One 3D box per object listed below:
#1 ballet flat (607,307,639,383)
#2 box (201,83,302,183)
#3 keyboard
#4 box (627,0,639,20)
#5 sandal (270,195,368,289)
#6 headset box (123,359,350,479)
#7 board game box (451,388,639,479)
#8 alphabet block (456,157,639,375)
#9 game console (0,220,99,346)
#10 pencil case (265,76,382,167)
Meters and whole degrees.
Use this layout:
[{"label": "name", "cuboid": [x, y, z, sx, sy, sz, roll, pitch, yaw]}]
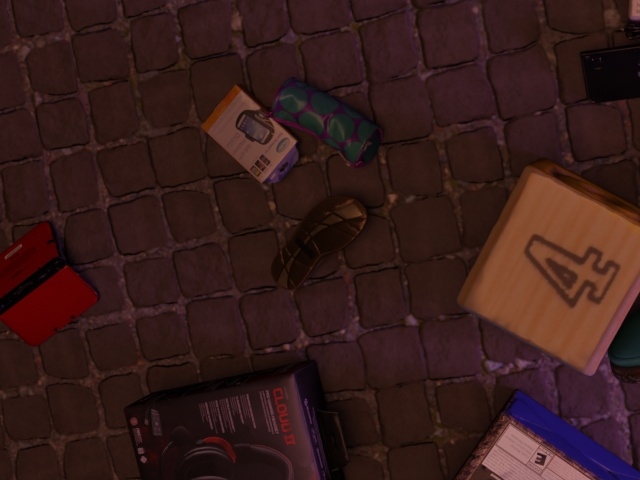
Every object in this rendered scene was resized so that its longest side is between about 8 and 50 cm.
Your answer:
[{"label": "ballet flat", "cuboid": [0.580, 0.042, 1.591, 0.182, 0.164, 0.483, 38, 105, -18]}, {"label": "box", "cuboid": [-0.091, -0.143, 1.812, 0.136, 0.028, 0.081, 43, 106, 5]}, {"label": "keyboard", "cuboid": [0.420, -0.232, 1.640, 0.180, 0.023, 0.108, -7, 130, 16]}, {"label": "box", "cuboid": [0.438, -0.406, 1.594, 0.113, 0.094, 0.275, 2, 97, 15]}, {"label": "sandal", "cuboid": [0.000, 0.000, 1.796, 0.072, 0.049, 0.180, 50, 121, 11]}, {"label": "headset box", "cuboid": [-0.102, 0.300, 1.824, 0.293, 0.110, 0.218, -13, 92, 17]}, {"label": "board game box", "cuboid": [0.266, 0.388, 1.713, 0.232, 0.141, 0.291, 35, 104, 9]}, {"label": "alphabet block", "cuboid": [0.308, 0.027, 1.635, 0.193, 0.192, 0.197, 28, 102, 9]}, {"label": "game console", "cuboid": [-0.419, 0.065, 1.937, 0.144, 0.085, 0.124, -35, 55, 16]}, {"label": "pencil case", "cuboid": [0.007, -0.159, 1.762, 0.151, 0.064, 0.070, 31, 79, 11]}]
